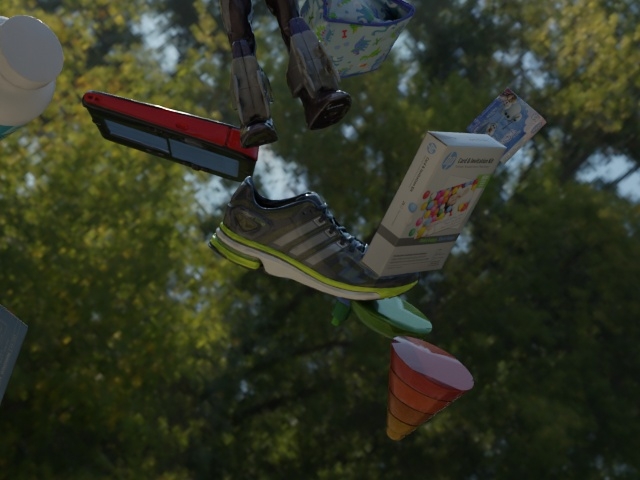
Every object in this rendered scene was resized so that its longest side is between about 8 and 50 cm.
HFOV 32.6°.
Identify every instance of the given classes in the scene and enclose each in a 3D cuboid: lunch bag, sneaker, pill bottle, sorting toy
[{"bbox_3d":[0.042,-0.293,1.541,0.129,0.151,0.096,128,-43,-51],"label":"lunch bag"},{"bbox_3d":[0.000,0.000,1.524,0.300,0.121,0.111,15,14,-4],"label":"sneaker"},{"bbox_3d":[-0.449,-0.202,1.444,0.264,0.146,0.146,-21,-68,42],"label":"pill bottle"},{"bbox_3d":[0.084,0.156,1.542,0.127,0.126,0.365,18,18,-26],"label":"sorting toy"}]

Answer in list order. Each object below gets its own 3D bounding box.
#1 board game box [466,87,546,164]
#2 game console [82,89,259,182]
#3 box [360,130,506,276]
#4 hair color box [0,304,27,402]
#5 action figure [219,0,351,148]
[{"bbox_3d":[0.281,-0.174,1.660,0.020,0.090,0.090,36,11,-49],"label":"board game box"},{"bbox_3d":[-0.293,-0.199,2.196,0.342,0.060,0.386,13,-6,-5],"label":"game console"},{"bbox_3d":[0.141,-0.045,1.355,0.038,0.186,0.145,38,24,30],"label":"box"},{"bbox_3d":[-0.423,0.061,1.003,0.185,0.114,0.374,15,-16,7],"label":"hair color box"},{"bbox_3d":[-0.059,-0.232,0.979,0.099,0.185,0.285,64,8,-81],"label":"action figure"}]
